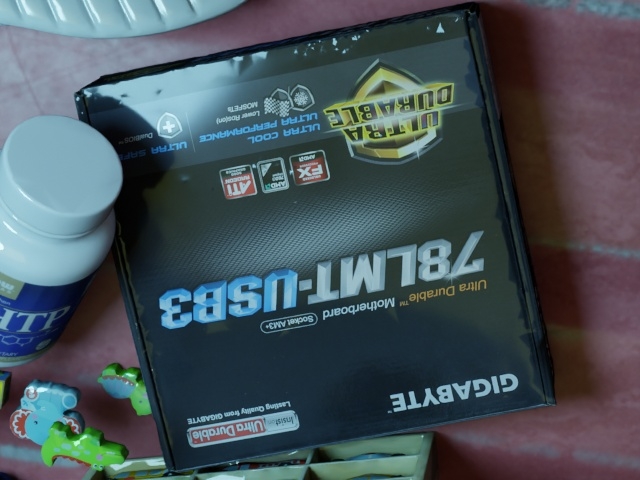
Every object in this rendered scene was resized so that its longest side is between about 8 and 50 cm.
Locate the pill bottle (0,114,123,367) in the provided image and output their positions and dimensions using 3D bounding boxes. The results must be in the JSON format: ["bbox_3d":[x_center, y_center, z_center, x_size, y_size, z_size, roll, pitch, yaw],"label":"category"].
[{"bbox_3d":[-0.207,-0.001,1.369,0.112,0.112,0.187,34,139,-1],"label":"pill bottle"}]

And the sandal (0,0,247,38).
[{"bbox_3d":[-0.241,-0.219,1.374,0.416,0.102,0.169,-2,87,-6],"label":"sandal"}]

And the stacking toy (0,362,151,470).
[{"bbox_3d":[-0.234,0.121,1.412,0.221,0.167,0.052,10,104,4],"label":"stacking toy"}]

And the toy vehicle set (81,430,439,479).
[{"bbox_3d":[-0.053,0.192,1.405,0.267,0.166,0.035,-6,102,8],"label":"toy vehicle set"}]

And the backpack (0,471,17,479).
[{"bbox_3d":[-0.274,0.220,1.475,0.120,0.101,0.098,25,98,5],"label":"backpack"}]

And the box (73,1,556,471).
[{"bbox_3d":[0.000,0.000,1.407,0.295,0.073,0.293,-10,100,10],"label":"box"}]
